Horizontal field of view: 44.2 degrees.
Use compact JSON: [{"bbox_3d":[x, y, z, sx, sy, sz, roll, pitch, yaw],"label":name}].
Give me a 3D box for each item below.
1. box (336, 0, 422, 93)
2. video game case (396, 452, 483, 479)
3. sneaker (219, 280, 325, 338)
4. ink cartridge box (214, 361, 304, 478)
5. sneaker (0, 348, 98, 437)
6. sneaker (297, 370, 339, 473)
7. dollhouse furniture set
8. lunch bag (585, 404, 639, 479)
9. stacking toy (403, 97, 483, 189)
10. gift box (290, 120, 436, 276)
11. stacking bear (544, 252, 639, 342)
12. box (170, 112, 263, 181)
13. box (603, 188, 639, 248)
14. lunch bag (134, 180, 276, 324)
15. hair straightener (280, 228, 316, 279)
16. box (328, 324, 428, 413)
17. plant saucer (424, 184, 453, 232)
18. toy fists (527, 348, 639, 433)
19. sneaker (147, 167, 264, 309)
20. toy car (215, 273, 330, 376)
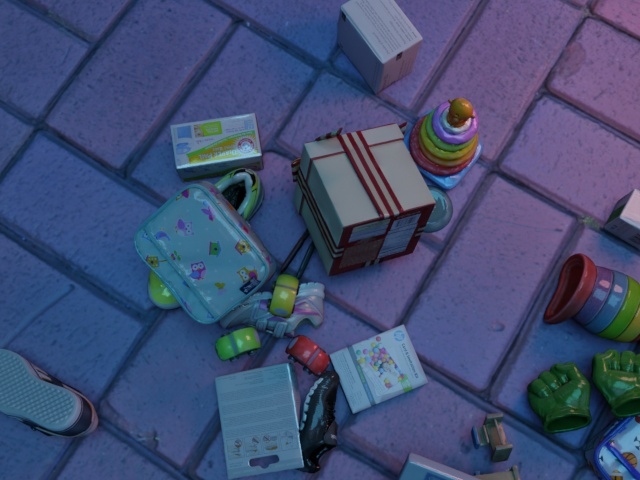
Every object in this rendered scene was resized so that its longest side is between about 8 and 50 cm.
[{"bbox_3d":[0.137,-0.484,1.903,0.119,0.181,0.181,-33,80,-8],"label":"box"},{"bbox_3d":[0.286,0.611,1.629,0.329,0.036,0.299,21,118,3],"label":"video game case"},{"bbox_3d":[-0.103,0.171,1.780,0.253,0.103,0.111,-12,76,-4],"label":"sneaker"},{"bbox_3d":[-0.129,0.392,1.726,0.181,0.056,0.224,-13,78,14],"label":"ink cartridge box"},{"bbox_3d":[-0.623,0.345,1.722,0.321,0.127,0.126,22,69,29],"label":"sneaker"},{"bbox_3d":[0.004,0.404,1.725,0.106,0.078,0.234,19,79,35],"label":"sneaker"},{"bbox_3d":[0.350,0.495,1.722,0.130,0.129,0.183,-7,53,-3],"label":"dollhouse furniture set"},{"bbox_3d":[0.747,0.513,1.721,0.243,0.115,0.303,-40,80,-8],"label":"lunch bag"},{"bbox_3d":[0.296,-0.256,1.791,0.175,0.302,0.165,37,78,8],"label":"stacking toy"},{"bbox_3d":[0.096,-0.114,1.738,0.255,0.276,0.258,-13,61,-22],"label":"gift box"},{"bbox_3d":[0.688,0.163,1.785,0.289,0.164,0.175,26,77,0],"label":"stacking bear"},{"bbox_3d":[-0.242,-0.219,1.868,0.203,0.103,0.114,-10,77,-4],"label":"box"},{"bbox_3d":[0.746,-0.050,1.858,0.102,0.101,0.087,32,77,6],"label":"box"},{"bbox_3d":[-0.246,0.034,1.681,0.224,0.108,0.279,-39,91,9],"label":"lunch bag"},{"bbox_3d":[0.000,0.000,1.860,0.089,0.047,0.230,31,73,5],"label":"hair straightener"},{"bbox_3d":[0.130,0.292,1.792,0.186,0.038,0.145,-20,78,-7],"label":"box"},{"bbox_3d":[0.261,-0.079,1.892,0.120,0.021,0.119,0,77,-2],"label":"plant saucer"},{"bbox_3d":[0.596,0.320,1.734,0.279,0.096,0.142,-18,43,14],"label":"toy fists"},{"bbox_3d":[-0.273,-0.017,1.797,0.145,0.147,0.384,32,80,4],"label":"sneaker"},{"bbox_3d":[-0.115,0.201,1.691,0.225,0.053,0.238,-18,75,-12],"label":"toy car"}]
